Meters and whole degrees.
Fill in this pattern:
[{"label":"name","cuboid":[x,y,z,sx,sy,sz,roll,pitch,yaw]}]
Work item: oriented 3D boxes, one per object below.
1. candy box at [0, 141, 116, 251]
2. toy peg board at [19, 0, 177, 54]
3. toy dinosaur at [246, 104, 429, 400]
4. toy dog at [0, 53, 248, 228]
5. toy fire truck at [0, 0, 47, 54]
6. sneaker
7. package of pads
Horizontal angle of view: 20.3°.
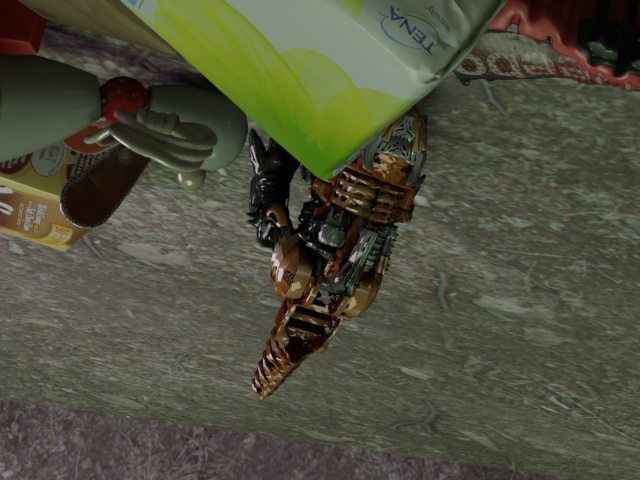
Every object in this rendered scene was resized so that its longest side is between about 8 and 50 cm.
[{"label":"candy box","cuboid":[-0.377,-0.091,1.833,0.316,0.088,0.183,20,161,-17]},{"label":"toy peg board","cuboid":[-0.191,-0.222,1.337,0.160,0.079,0.161,20,170,39]},{"label":"toy dinosaur","cuboid":[0.000,0.000,1.602,0.164,0.218,0.322,38,112,-23]},{"label":"toy dog","cuboid":[-0.246,-0.082,1.589,0.333,0.161,0.220,18,-159,1]},{"label":"toy fire truck","cuboid":[-0.337,-0.211,1.494,0.192,0.047,0.135,9,164,17]},{"label":"sneaker","cuboid":[0.141,-0.157,1.228,0.276,0.098,0.135,16,163,-2]},{"label":"package of pads","cuboid":[-0.046,-0.188,1.101,0.296,0.101,0.229,41,159,-5]}]
